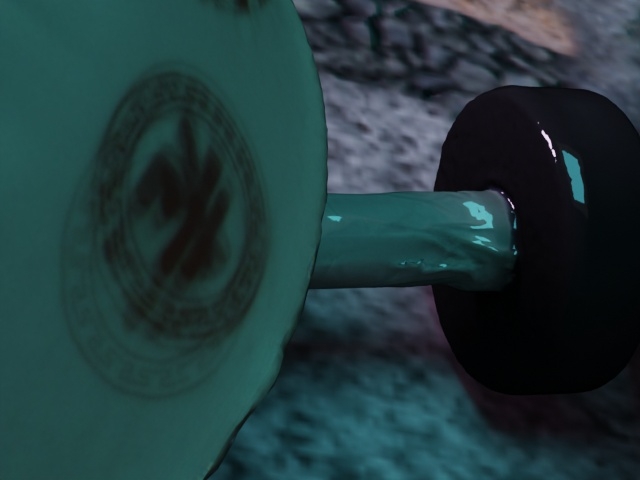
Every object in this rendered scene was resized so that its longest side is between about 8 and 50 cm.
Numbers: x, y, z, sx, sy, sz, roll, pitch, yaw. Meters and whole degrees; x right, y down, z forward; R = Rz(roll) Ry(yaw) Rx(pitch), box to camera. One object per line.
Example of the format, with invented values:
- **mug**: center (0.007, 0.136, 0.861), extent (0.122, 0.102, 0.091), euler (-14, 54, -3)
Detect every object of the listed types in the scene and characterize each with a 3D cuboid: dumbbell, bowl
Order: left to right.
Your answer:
- **bowl**: center (-0.169, -0.056, 0.440), extent (0.337, 0.157, 0.337), euler (-3, 53, 3)
- **dumbbell**: center (0.000, 0.000, 0.581), extent (0.191, 0.100, 0.100), euler (1, 46, -23)
